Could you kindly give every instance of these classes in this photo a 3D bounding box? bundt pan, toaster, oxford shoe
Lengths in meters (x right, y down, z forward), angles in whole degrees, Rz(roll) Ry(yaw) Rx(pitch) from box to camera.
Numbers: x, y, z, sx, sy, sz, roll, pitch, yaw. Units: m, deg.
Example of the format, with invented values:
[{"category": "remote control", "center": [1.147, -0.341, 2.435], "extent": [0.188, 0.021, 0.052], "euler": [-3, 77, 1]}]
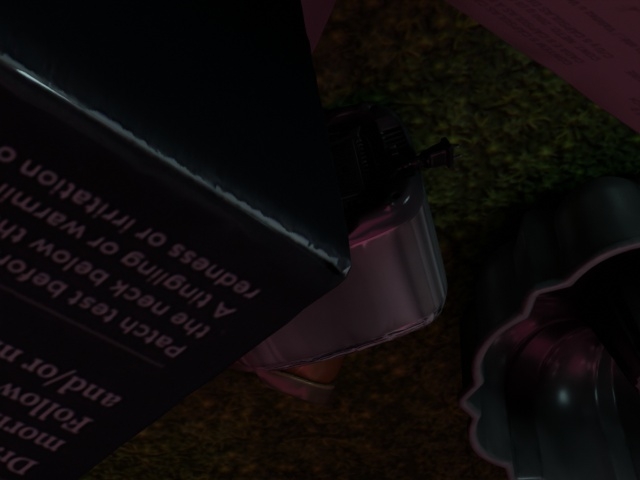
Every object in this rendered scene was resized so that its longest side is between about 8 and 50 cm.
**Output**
[{"category": "bundt pan", "center": [0.262, 0.064, 1.047], "extent": [0.331, 0.124, 0.330], "euler": [-5, 136, -5]}, {"category": "toaster", "center": [0.000, 0.000, 0.941], "extent": [0.227, 0.129, 0.146], "euler": [-18, 138, 5]}, {"category": "oxford shoe", "center": [-0.076, 0.063, 1.045], "extent": [0.212, 0.076, 0.076], "euler": [19, 99, -23]}]

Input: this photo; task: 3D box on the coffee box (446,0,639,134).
[{"category": "coffee box", "center": [0.259, -0.231, 0.522], "extent": [0.338, 0.334, 0.338], "euler": [28, 163, -32]}]

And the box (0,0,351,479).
[{"category": "box", "center": [-0.277, -0.087, 0.557], "extent": [0.472, 0.480, 0.297], "euler": [-37, 130, 25]}]

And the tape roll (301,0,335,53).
[{"category": "tape roll", "center": [-0.063, -0.154, 0.710], "extent": [0.072, 0.219, 0.219], "euler": [20, 128, -28]}]
